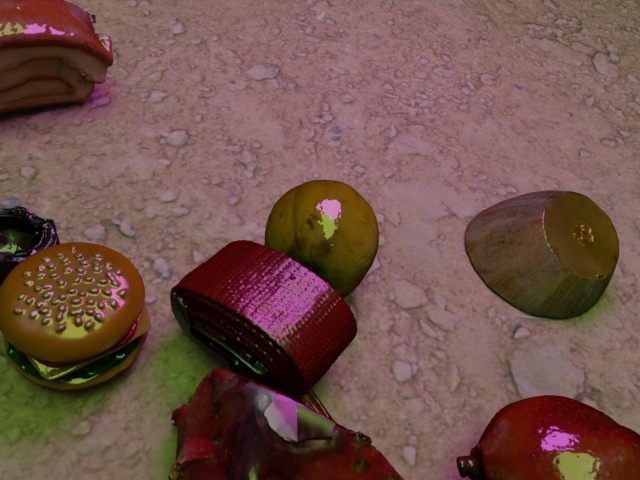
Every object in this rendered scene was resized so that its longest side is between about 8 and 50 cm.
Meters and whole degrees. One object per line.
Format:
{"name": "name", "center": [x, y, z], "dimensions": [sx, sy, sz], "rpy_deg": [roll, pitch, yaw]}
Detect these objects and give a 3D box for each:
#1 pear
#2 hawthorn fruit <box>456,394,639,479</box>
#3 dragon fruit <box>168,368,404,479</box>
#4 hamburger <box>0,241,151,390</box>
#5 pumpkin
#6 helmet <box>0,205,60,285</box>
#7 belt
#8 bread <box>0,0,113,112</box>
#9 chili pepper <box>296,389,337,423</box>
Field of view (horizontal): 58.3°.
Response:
{"name": "pear", "center": [0.000, 0.000, 0.730], "dimensions": [0.149, 0.148, 0.162], "rpy_deg": [12, 44, -3]}
{"name": "hawthorn fruit", "center": [0.235, 0.244, 0.584], "dimensions": [0.188, 0.169, 0.169], "rpy_deg": [5, 52, -10]}
{"name": "dragon fruit", "center": [-0.051, 0.235, 0.534], "dimensions": [0.274, 0.126, 0.161], "rpy_deg": [21, 62, 16]}
{"name": "hamburger", "center": [-0.267, 0.081, 0.629], "dimensions": [0.162, 0.115, 0.162], "rpy_deg": [7, 52, -9]}
{"name": "pumpkin", "center": [0.338, -0.001, 0.837], "dimensions": [0.218, 0.110, 0.217], "rpy_deg": [10, 51, -12]}
{"name": "helmet", "center": [-0.370, 0.014, 0.689], "dimensions": [0.123, 0.070, 0.098], "rpy_deg": [14, 42, 14]}
{"name": "belt", "center": [-0.073, 0.091, 0.647], "dimensions": [0.201, 0.128, 0.124], "rpy_deg": [27, 50, 23]}
{"name": "bread", "center": [-0.428, -0.274, 0.837], "dimensions": [0.244, 0.190, 0.123], "rpy_deg": [-23, 73, -31]}
{"name": "chili pepper", "center": [0.009, 0.220, 0.636], "dimensions": [0.045, 0.027, 0.178], "rpy_deg": [-21, 60, -31]}
